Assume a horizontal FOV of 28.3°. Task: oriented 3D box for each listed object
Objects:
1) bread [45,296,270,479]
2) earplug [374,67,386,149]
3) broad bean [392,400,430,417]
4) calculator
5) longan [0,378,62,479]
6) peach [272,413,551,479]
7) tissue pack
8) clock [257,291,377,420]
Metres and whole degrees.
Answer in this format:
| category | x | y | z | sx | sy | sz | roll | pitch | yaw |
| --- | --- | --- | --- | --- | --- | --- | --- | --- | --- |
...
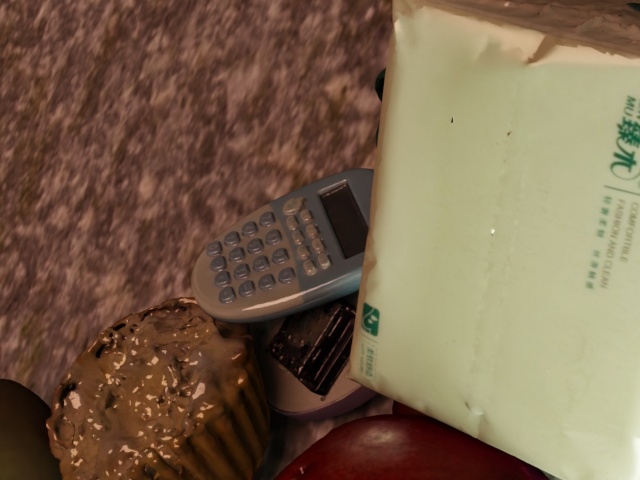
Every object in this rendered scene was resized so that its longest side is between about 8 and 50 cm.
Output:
| category | x | y | z | sx | sy | sz | roll | pitch | yaw |
| --- | --- | --- | --- | --- | --- | --- | --- | --- | --- |
| bread | -0.172 | 0.189 | 1.402 | 0.274 | 0.149 | 0.274 | -23 | 35 | 18 |
| earplug | 0.163 | -0.107 | 1.314 | 0.257 | 0.164 | 0.280 | 22 | 75 | 30 |
| broad bean | 0.122 | 0.119 | 1.304 | 0.114 | 0.084 | 0.165 | -22 | 56 | 42 |
| calculator | 0.000 | 0.000 | 1.393 | 0.302 | 0.042 | 0.188 | -21 | 36 | 0 |
| longan | -0.412 | 0.331 | 1.468 | 0.288 | 0.288 | 0.350 | 2 | 62 | 33 |
| peach | 0.086 | 0.368 | 1.071 | 0.353 | 0.339 | 0.417 | -25 | 44 | -3 |
| tissue pack | 0.198 | -0.021 | 1.052 | 0.297 | 0.207 | 0.381 | 19 | 119 | 28 |
| clock | 0.007 | 0.108 | 1.377 | 0.198 | 0.064 | 0.172 | -58 | 41 | 5 |
